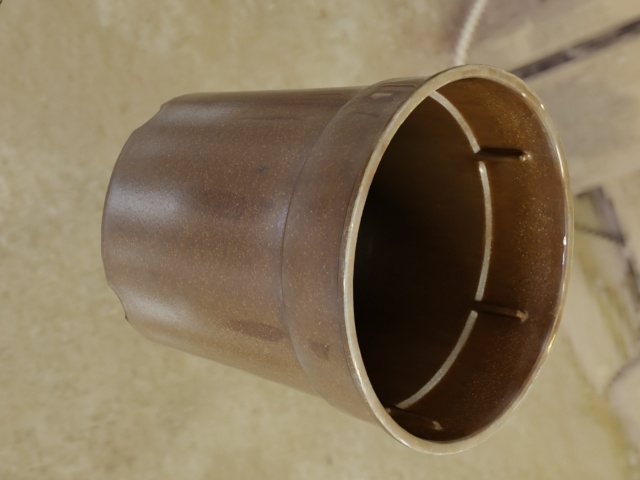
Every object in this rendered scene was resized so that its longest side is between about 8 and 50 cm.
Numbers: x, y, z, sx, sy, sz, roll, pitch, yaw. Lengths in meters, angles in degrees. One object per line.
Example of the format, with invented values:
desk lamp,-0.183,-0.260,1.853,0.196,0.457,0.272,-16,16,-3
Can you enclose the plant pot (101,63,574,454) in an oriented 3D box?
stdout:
plant pot,0.000,0.000,0.809,0.167,0.165,0.167,-12,105,-50

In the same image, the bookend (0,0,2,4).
bookend,-0.142,-0.006,0.395,0.072,0.156,0.157,33,61,-12
